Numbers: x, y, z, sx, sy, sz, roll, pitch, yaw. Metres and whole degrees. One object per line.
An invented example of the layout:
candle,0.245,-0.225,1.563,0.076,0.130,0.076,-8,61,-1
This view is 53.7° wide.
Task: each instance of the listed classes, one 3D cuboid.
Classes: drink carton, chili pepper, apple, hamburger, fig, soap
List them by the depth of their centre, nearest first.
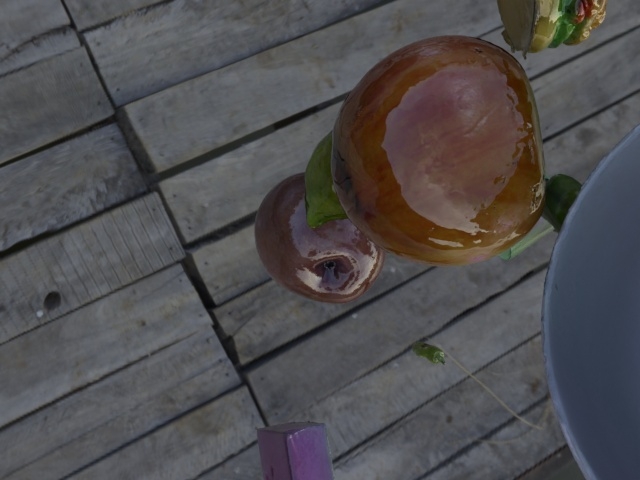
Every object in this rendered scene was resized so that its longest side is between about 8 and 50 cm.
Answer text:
apple,0.071,-0.053,0.397,0.147,0.146,0.146,-3,99,-20
hamburger,0.371,-0.412,0.996,0.149,0.237,0.237,-11,102,3
soap,-0.032,0.435,1.040,0.081,0.181,0.259,-5,79,-22
fig,0.046,-0.120,1.100,0.167,0.234,0.167,20,63,-47
drink carton,0.393,-0.045,1.247,0.142,0.146,0.144,-34,150,-6
apple,0.000,0.000,1.391,0.306,0.235,0.305,-3,130,-3
chili pepper,0.256,0.274,1.582,0.049,0.208,0.043,4,88,-11

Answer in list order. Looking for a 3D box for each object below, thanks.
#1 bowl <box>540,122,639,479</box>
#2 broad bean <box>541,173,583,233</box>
bowl,0.268,0.054,0.302,0.144,0.287,0.287,36,84,-48
broad bean,0.251,0.056,0.472,0.056,0.318,0.098,-36,149,12
